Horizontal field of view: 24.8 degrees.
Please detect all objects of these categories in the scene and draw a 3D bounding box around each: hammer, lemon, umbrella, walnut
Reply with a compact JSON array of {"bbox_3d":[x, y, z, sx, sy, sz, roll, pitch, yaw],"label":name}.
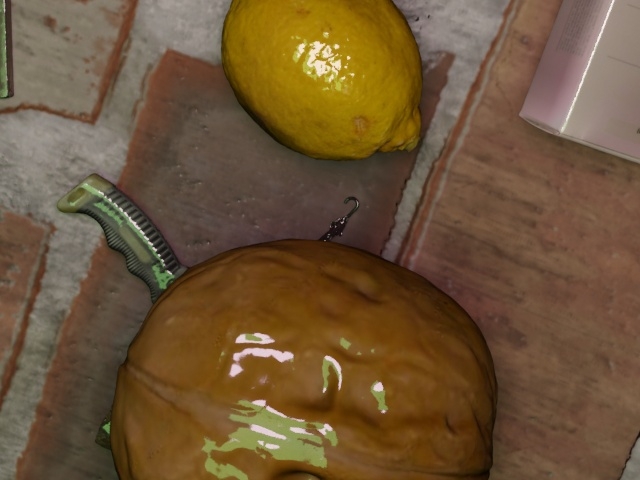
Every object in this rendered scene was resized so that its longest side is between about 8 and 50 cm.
[{"bbox_3d":[-0.188,0.020,1.597,0.158,0.041,0.226,-40,94,11],"label":"hammer"},{"bbox_3d":[0.004,-0.182,1.469,0.188,0.188,0.257,-43,93,11],"label":"lemon"},{"bbox_3d":[0.002,0.002,1.588,0.022,0.013,0.122,42,102,10],"label":"umbrella"},{"bbox_3d":[-0.011,0.179,1.465,0.397,0.308,0.354,12,103,-11],"label":"walnut"}]

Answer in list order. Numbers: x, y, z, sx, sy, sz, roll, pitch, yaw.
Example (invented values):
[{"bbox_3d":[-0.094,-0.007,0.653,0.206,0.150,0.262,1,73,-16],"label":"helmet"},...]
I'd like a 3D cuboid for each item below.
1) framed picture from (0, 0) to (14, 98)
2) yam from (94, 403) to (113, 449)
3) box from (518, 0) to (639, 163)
[{"bbox_3d":[-0.491,-0.271,1.586,0.314,0.024,0.232,2,100,4],"label":"framed picture"},{"bbox_3d":[-0.127,0.253,1.625,0.252,0.061,0.061,24,101,0],"label":"yam"},{"bbox_3d":[0.342,-0.201,1.438,0.203,0.106,0.252,14,102,-24],"label":"box"}]
